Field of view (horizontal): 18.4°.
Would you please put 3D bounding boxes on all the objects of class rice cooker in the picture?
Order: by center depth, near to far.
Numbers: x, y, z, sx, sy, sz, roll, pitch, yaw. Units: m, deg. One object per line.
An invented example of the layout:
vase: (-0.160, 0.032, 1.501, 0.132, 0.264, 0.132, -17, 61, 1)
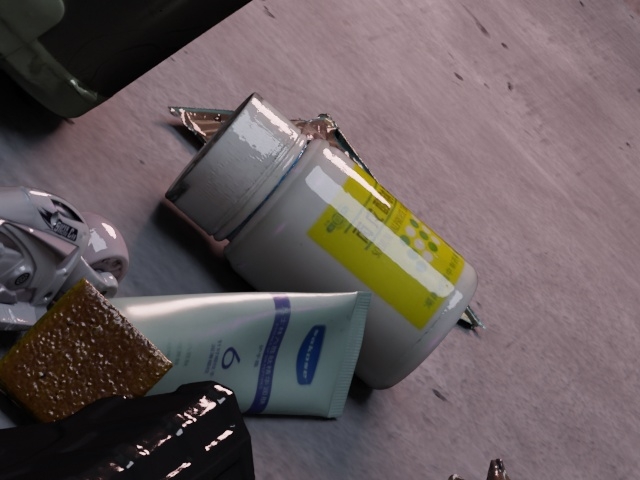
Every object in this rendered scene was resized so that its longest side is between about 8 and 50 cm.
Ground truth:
rice cooker: (-0.203, -0.267, 1.656, 0.288, 0.277, 0.288, 55, 9, -13)

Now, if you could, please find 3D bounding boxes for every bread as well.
bread: (-0.165, 0.089, 1.363, 0.090, 0.094, 0.035, 43, -16, 2)

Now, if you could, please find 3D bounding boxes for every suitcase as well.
suitcase: (-0.196, 0.144, 1.015, 0.206, 0.286, 0.066, -31, 109, -66)

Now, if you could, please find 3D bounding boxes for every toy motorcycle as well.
toy motorcycle: (-0.223, 0.003, 1.392, 0.254, 0.112, 0.112, 3, 46, -54)

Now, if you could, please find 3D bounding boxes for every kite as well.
kite: (0.008, -0.031, 1.931, 0.406, 0.014, 0.368, 35, 26, -22)

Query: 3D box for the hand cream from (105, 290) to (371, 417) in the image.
hand cream: (-0.072, 0.085, 1.528, 0.067, 0.109, 0.321, 18, 8, 37)

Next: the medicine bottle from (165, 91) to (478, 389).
medicine bottle: (0.000, 0.000, 1.709, 0.258, 0.143, 0.143, 40, 24, -6)

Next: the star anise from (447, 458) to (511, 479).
star anise: (0.182, 0.264, 1.668, 0.208, 0.063, 0.172, 34, 21, -13)
